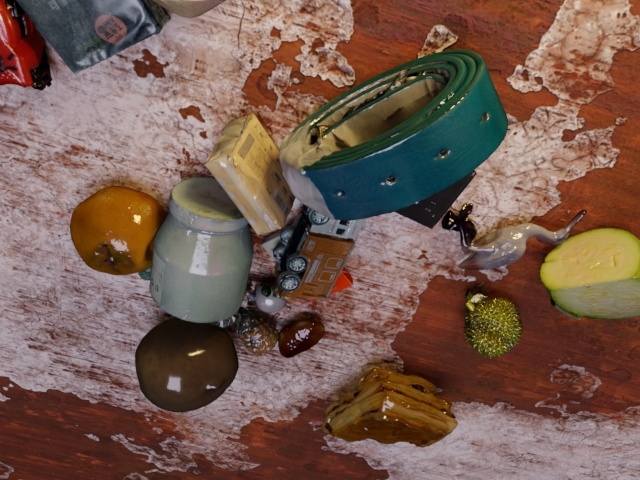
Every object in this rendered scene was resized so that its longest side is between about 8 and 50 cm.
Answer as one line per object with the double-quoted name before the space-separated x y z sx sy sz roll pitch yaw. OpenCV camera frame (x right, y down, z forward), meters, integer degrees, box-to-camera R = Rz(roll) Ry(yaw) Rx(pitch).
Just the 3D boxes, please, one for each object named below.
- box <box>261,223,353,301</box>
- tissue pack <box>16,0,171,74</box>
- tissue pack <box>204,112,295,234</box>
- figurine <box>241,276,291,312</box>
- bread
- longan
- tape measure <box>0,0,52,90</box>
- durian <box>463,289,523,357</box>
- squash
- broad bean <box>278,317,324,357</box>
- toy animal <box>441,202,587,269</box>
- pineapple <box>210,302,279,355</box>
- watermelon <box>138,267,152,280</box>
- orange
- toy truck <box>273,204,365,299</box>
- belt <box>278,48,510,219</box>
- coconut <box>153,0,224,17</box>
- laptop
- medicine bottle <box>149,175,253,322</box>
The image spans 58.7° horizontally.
"box" -0.032 0.058 1.526 0.139 0.035 0.245 -24 123 22
"tissue pack" -0.462 -0.497 1.054 0.228 0.103 0.315 -18 127 18
"tissue pack" -0.146 -0.149 1.266 0.090 0.186 0.222 -17 128 27
"figurine" -0.171 0.146 1.567 0.197 0.093 0.147 12 168 -15
"bread" 0.215 0.542 1.819 0.314 0.191 0.370 22 141 -19
"longan" -0.387 0.359 1.669 0.297 0.297 0.297 3 131 4
"tape measure" -0.687 -0.432 1.130 0.253 0.114 0.260 5 127 3
"durian" 0.472 0.234 1.549 0.159 0.146 0.198 -3 134 6
"squash" 0.710 0.142 1.407 0.234 0.210 0.309 -15 124 33
"broad bean" -0.059 0.286 1.696 0.165 0.084 0.114 -31 142 20
"toy animal" 0.457 0.003 1.389 0.324 0.090 0.195 5 131 5
"pineapple" -0.223 0.235 1.646 0.111 0.119 0.237 -34 119 14
"watermelon" -0.466 0.070 1.562 0.072 0.092 0.084 27 131 35
"orange" -0.509 -0.015 1.418 0.249 0.183 0.249 2 130 2
"toy truck" 0.000 0.000 1.380 0.162 0.136 0.305 12 123 -21
"belt" 0.131 -0.202 1.111 0.437 0.300 0.173 -24 124 24
"coconut" -0.229 -0.500 0.948 0.233 0.233 0.245 3 127 4
"laptop" 0.261 -0.118 1.357 0.135 0.016 0.197 23 129 -11
"medicine bottle" -0.278 0.015 1.382 0.245 0.245 0.289 14 121 -6
